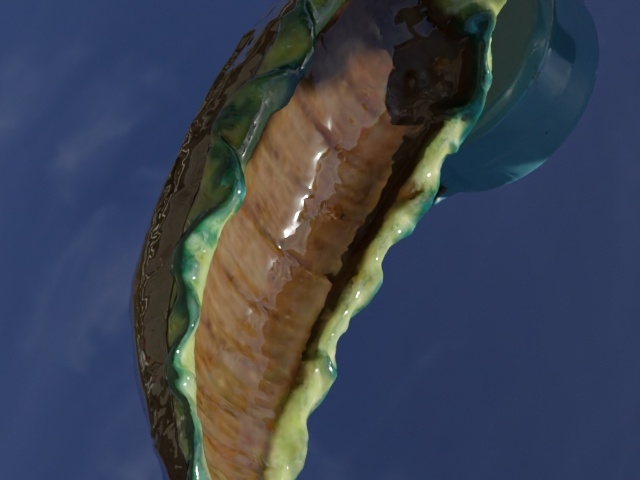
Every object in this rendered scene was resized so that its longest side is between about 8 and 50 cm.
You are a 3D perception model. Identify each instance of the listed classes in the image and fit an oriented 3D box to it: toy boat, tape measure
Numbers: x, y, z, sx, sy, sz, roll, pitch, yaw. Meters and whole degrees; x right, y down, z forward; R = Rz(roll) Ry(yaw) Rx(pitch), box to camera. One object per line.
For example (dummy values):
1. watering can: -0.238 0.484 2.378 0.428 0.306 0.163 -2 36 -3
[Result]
1. toy boat: -0.010 0.002 0.606 0.099 0.108 0.293 -2 -130 32
2. tape measure: 0.073 -0.087 0.856 0.146 0.081 0.125 -39 -132 19
